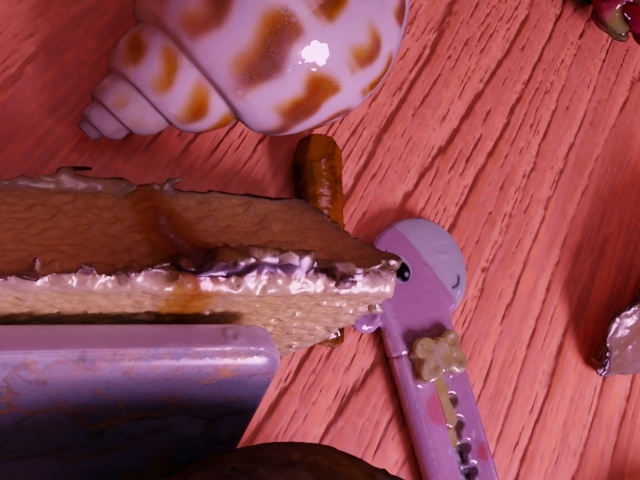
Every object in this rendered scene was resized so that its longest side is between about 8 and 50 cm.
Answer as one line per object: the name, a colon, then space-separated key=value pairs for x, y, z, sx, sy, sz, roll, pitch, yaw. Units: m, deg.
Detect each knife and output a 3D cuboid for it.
knife: x=0.112 y=0.173 z=0.571 sx=0.132 sy=0.038 sz=0.399 roll=-10 pitch=81 yaw=-30

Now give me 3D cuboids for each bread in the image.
bread: x=-0.107 y=0.021 z=0.445 sx=0.265 sy=0.142 sz=0.178 roll=5 pitch=31 yaw=-28

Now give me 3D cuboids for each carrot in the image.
carrot: x=0.000 y=0.000 z=0.559 sx=0.042 sy=0.042 sz=0.171 roll=5 pitch=76 yaw=-29

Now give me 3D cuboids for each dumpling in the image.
dumpling: x=0.406 y=0.052 z=0.754 sx=0.332 sy=0.086 sz=0.166 roll=0 pitch=108 yaw=-31

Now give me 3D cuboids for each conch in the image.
conch: x=-0.043 y=-0.151 z=0.515 sx=0.274 sy=0.182 sz=0.149 roll=-13 pitch=110 yaw=-22

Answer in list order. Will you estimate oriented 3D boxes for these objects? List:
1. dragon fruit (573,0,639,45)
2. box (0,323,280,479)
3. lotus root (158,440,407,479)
dragon fruit: x=0.364 y=-0.326 z=0.798 sx=0.273 sy=0.198 sz=0.218 roll=43 pitch=86 yaw=13
box: x=-0.169 y=0.097 z=0.375 sx=0.285 sy=0.142 sz=0.044 roll=3 pitch=40 yaw=-29
lotus root: x=-0.059 y=0.244 z=0.333 sx=0.346 sy=0.250 sz=0.251 roll=-29 pitch=91 yaw=-34
